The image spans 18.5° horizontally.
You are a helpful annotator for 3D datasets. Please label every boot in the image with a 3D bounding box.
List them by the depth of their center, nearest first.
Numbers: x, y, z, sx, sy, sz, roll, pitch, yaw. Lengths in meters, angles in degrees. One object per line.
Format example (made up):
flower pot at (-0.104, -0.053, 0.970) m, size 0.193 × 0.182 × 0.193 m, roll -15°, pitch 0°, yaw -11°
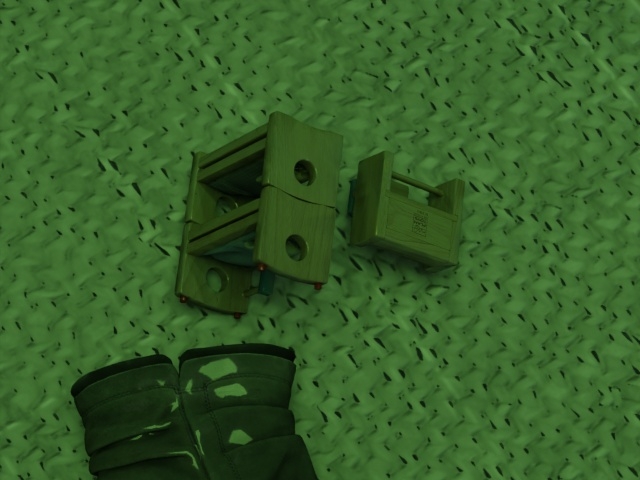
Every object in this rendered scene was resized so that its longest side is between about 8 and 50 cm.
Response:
boot at (-0.020, 0.181, 1.497) m, size 0.338 × 0.118 × 0.223 m, roll 1°, pitch 64°, yaw -9°

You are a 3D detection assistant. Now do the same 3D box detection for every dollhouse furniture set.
dollhouse furniture set at (0.000, 0.000, 1.576) m, size 0.183 × 0.129 × 0.129 m, roll 19°, pitch 67°, yaw -30°
